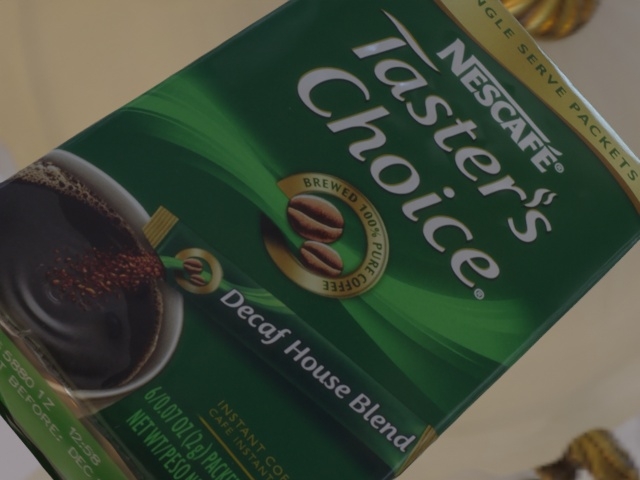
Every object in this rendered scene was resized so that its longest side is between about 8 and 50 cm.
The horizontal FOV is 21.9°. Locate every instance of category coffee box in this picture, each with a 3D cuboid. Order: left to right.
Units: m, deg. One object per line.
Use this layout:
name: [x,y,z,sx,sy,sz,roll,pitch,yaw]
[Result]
coffee box: [0.000,0.000,0.419,0.184,0.040,0.113,-36,-96,-37]
